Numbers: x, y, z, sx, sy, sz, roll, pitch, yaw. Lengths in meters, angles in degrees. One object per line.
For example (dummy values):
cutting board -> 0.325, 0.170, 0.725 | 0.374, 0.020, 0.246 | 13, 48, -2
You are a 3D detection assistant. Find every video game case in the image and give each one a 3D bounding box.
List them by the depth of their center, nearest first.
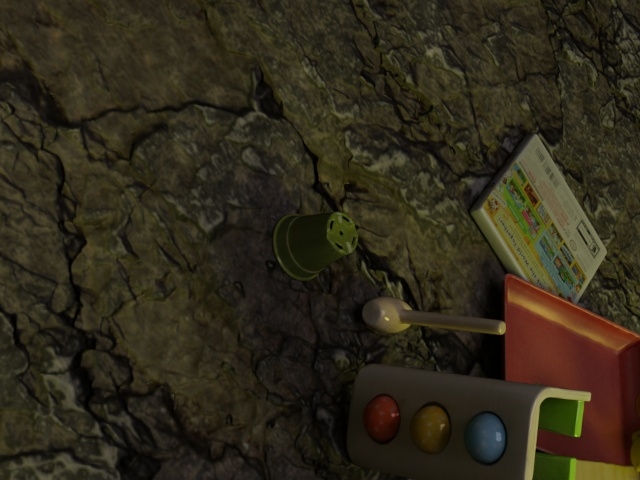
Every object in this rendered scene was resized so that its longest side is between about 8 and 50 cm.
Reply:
video game case -> 0.322, -0.011, 1.877 | 0.227, 0.026, 0.206 | 56, 46, -17

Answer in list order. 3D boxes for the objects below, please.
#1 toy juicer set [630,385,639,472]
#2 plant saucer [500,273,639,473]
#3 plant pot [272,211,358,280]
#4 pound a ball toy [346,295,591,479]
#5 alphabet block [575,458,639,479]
toy juicer set -> 0.446, 0.323, 1.589 | 0.209, 0.089, 0.329 | 52, 37, -48
plant saucer -> 0.340, 0.202, 1.755 | 0.259, 0.048, 0.258 | 24, 49, -22
plant pot -> 0.000, 0.000, 1.519 | 0.083, 0.079, 0.083 | 15, 68, -41
pound a ball toy -> 0.144, 0.174, 1.468 | 0.136, 0.319, 0.208 | 9, 86, -42
alphabet block -> 0.276, 0.380, 1.589 | 0.193, 0.192, 0.197 | 15, 66, -43
